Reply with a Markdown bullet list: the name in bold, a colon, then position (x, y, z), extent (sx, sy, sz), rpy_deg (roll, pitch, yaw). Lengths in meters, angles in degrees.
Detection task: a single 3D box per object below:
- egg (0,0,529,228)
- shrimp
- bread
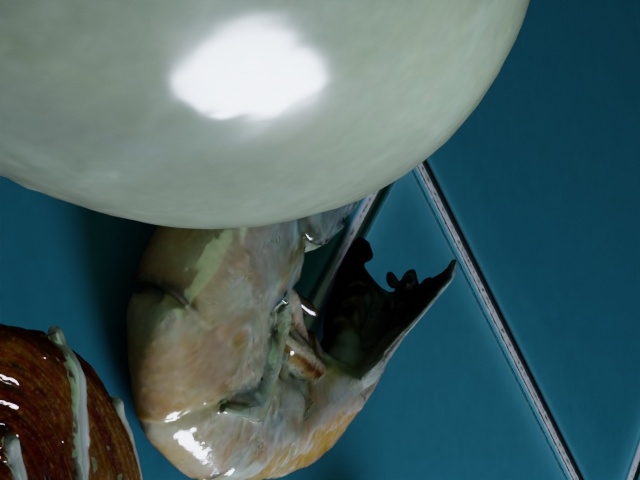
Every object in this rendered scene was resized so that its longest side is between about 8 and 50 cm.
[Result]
- **egg**: position (-0.062, -0.144, 0.650), extent (0.352, 0.258, 0.258), rpy_deg (44, 50, -44)
- **shrimp**: position (0.007, 0.001, 0.914), extent (0.289, 0.075, 0.178), rpy_deg (-62, 143, -41)
- **bread**: position (-0.130, 0.105, 0.680), extent (0.160, 0.073, 0.161), rpy_deg (12, 76, -57)
